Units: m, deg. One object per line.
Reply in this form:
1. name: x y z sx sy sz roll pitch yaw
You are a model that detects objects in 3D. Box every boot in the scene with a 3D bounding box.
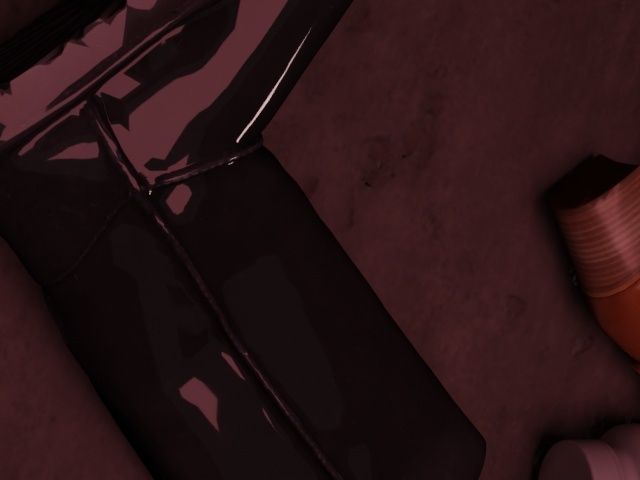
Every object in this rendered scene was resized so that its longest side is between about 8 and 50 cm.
1. boot: 0.329 -0.009 1.507 0.283 0.109 0.220 -36 114 -11
2. boot: -0.002 0.001 1.326 0.367 0.146 0.445 -34 111 -4

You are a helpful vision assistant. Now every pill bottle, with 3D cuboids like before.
1. pill bottle: 0.264 0.194 1.529 0.180 0.108 0.108 4 101 -26
